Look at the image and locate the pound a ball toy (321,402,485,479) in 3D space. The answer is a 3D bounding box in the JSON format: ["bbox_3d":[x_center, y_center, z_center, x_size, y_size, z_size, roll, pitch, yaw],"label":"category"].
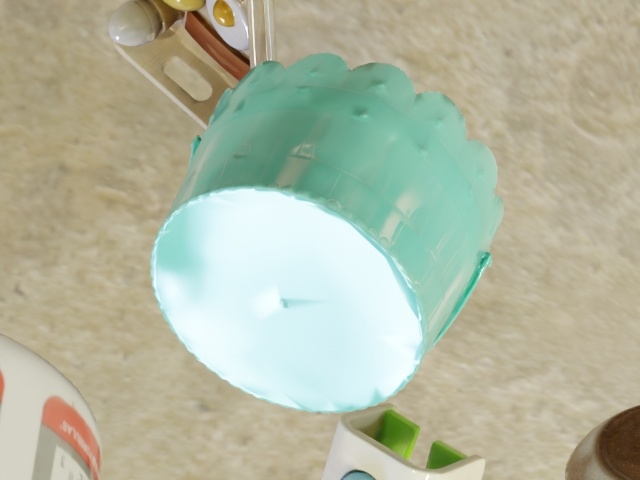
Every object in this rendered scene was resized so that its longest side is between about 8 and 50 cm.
[{"bbox_3d":[0.009,0.320,1.650,0.208,0.135,0.319,29,112,32],"label":"pound a ball toy"}]

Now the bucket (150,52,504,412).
[{"bbox_3d":[0.000,0.000,1.389,0.281,0.183,0.281,13,132,15],"label":"bucket"}]

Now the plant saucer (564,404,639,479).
[{"bbox_3d":[0.317,0.196,1.462,0.198,0.198,0.036,5,121,21],"label":"plant saucer"}]

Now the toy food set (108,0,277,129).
[{"bbox_3d":[-0.149,-0.256,1.639,0.092,0.306,0.220,-34,58,-23],"label":"toy food set"}]

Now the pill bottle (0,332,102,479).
[{"bbox_3d":[-0.213,0.224,0.685,0.210,0.210,0.363,-12,51,18],"label":"pill bottle"}]
